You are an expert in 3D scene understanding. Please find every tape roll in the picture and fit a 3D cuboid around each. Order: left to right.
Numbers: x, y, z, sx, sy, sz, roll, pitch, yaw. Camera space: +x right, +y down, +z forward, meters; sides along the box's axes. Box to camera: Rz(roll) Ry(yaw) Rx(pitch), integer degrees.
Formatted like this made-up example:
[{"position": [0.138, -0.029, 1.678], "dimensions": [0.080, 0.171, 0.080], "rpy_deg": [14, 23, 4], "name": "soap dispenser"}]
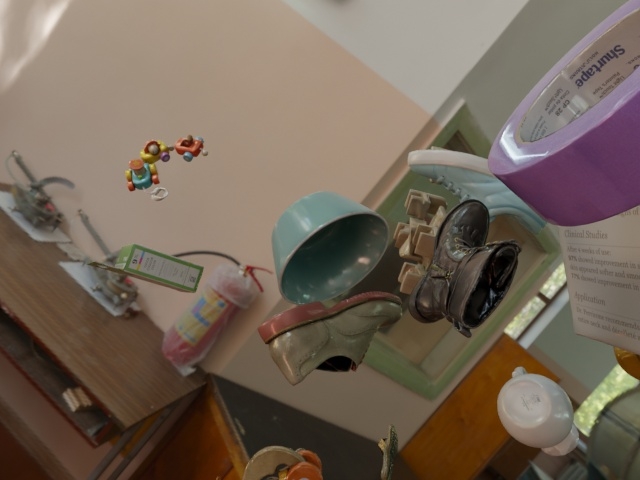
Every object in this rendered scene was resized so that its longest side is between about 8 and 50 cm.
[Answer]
[{"position": [0.309, -0.146, 0.519], "dimensions": [0.090, 0.275, 0.275], "rpy_deg": [39, 3, -7], "name": "tape roll"}]

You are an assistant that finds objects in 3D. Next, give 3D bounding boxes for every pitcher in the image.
[{"position": [0.404, 0.307, 0.949], "dimensions": [0.207, 0.125, 0.178], "rpy_deg": [39, 22, -46], "name": "pitcher"}]

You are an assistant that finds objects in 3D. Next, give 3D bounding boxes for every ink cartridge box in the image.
[{"position": [-0.362, 0.051, 1.034], "dimensions": [0.209, 0.062, 0.109], "rpy_deg": [22, -14, -29], "name": "ink cartridge box"}]

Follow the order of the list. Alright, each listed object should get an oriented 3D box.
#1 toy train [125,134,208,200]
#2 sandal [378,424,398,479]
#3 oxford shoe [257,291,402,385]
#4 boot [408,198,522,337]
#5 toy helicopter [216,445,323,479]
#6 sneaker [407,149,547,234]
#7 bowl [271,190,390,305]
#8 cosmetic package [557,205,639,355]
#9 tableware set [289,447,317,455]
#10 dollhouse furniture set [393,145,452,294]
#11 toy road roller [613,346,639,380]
[{"position": [-0.300, -0.155, 0.948], "dimensions": [0.125, 0.166, 0.046], "rpy_deg": [15, -35, 18], "name": "toy train"}, {"position": [0.190, 0.611, 1.441], "dimensions": [0.180, 0.048, 0.072], "rpy_deg": [-65, 141, -51], "name": "sandal"}, {"position": [0.043, 0.180, 0.919], "dimensions": [0.348, 0.123, 0.130], "rpy_deg": [-6, 64, -43], "name": "oxford shoe"}, {"position": [0.241, 0.031, 0.771], "dimensions": [0.091, 0.263, 0.229], "rpy_deg": [28, -13, -4], "name": "boot"}, {"position": [-0.117, 0.642, 1.097], "dimensions": [0.234, 0.356, 0.140], "rpy_deg": [3, -10, -1], "name": "toy helicopter"}, {"position": [0.372, -0.113, 1.184], "dimensions": [0.365, 0.150, 0.135], "rpy_deg": [18, 1, 14], "name": "sneaker"}, {"position": [0.000, 0.000, 1.243], "dimensions": [0.163, 0.311, 0.311], "rpy_deg": [53, 10, 34], "name": "bowl"}, {"position": [0.595, -0.044, 0.755], "dimensions": [0.329, 0.327, 0.394], "rpy_deg": [-156, -124, -85], "name": "cosmetic package"}, {"position": [-0.062, 0.625, 1.243], "dimensions": [0.128, 0.039, 0.194], "rpy_deg": [39, 46, -46], "name": "tableware set"}, {"position": [0.411, -0.057, 1.545], "dimensions": [0.256, 0.395, 0.362], "rpy_deg": [14, 26, -2], "name": "dollhouse furniture set"}, {"position": [0.801, 0.252, 1.087], "dimensions": [0.330, 0.240, 0.202], "rpy_deg": [55, 34, -9], "name": "toy road roller"}]
